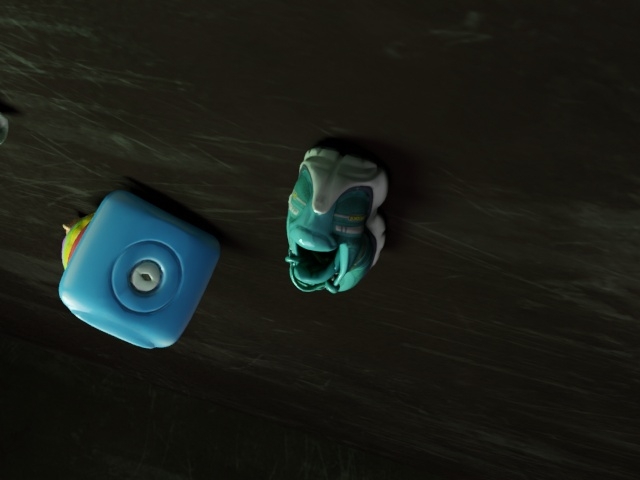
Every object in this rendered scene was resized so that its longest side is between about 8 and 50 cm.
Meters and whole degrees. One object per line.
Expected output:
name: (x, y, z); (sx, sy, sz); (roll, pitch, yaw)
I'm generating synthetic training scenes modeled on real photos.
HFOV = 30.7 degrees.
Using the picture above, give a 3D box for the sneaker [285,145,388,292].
sneaker: (0.000, 0.000, 1.145); (0.107, 0.110, 0.275); (20, 163, 9)

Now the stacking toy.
stacking toy: (-0.279, 0.016, 1.529); (0.175, 0.166, 0.302); (29, 177, -30)

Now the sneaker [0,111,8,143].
sneaker: (-0.431, -0.164, 1.253); (0.092, 0.087, 0.228); (5, 163, 28)
